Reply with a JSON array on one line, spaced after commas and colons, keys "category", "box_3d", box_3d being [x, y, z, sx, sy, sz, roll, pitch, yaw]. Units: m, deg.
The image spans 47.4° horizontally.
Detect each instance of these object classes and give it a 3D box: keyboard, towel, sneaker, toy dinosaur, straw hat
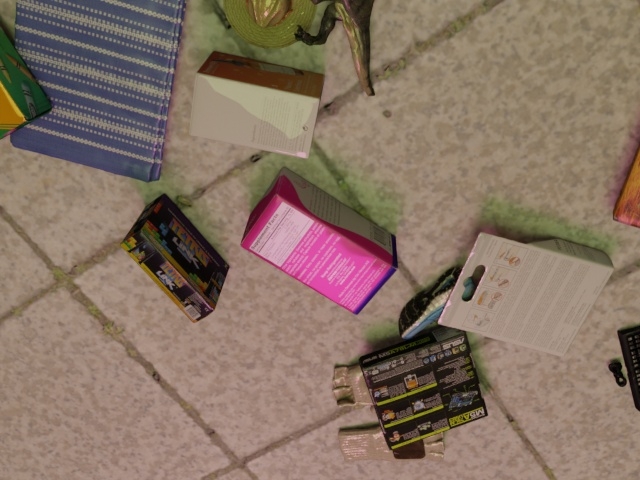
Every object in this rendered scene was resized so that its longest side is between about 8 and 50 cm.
[{"category": "keyboard", "box_3d": [0.565, 0.228, 1.279, 0.108, 0.023, 0.180, -17, 114, 12]}, {"category": "towel", "box_3d": [-0.330, -0.261, 1.074, 0.243, 0.040, 0.336, 15, 116, -2]}, {"category": "sneaker", "box_3d": [0.199, 0.121, 1.222, 0.073, 0.063, 0.162, 40, 114, -21]}, {"category": "toy dinosaur", "box_3d": [0.027, -0.318, 0.996, 0.118, 0.064, 0.268, -11, 120, -17]}, {"category": "straw hat", "box_3d": [-0.072, -0.330, 1.004, 0.145, 0.061, 0.144, 1, 117, 2]}]

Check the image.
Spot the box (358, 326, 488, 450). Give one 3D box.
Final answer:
[{"category": "box", "box_3d": [0.181, 0.256, 1.270, 0.191, 0.045, 0.184, -20, 115, -1]}]

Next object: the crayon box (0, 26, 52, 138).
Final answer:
[{"category": "crayon box", "box_3d": [-0.536, -0.264, 1.034, 0.165, 0.081, 0.278, -24, 108, 18]}]

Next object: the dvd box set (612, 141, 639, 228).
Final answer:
[{"category": "dvd box set", "box_3d": [0.624, -0.175, 0.993, 0.308, 0.062, 0.420, 19, 119, 15]}]

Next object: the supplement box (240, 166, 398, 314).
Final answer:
[{"category": "supplement box", "box_3d": [0.000, 0.000, 1.142, 0.220, 0.111, 0.114, 33, 115, -12]}]

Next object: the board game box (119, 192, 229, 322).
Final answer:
[{"category": "board game box", "box_3d": [-0.223, 0.026, 1.151, 0.048, 0.141, 0.170, -32, 111, 19]}]

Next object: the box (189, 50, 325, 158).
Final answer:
[{"category": "box", "box_3d": [-0.087, -0.195, 1.036, 0.171, 0.130, 0.091, 11, 118, -3]}]

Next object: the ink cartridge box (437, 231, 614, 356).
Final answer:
[{"category": "ink cartridge box", "box_3d": [0.331, 0.080, 1.193, 0.232, 0.066, 0.189, 17, 118, -4]}]

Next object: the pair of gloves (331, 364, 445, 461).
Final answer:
[{"category": "pair of gloves", "box_3d": [0.127, 0.318, 1.339, 0.204, 0.042, 0.240, -3, 116, 5]}]
